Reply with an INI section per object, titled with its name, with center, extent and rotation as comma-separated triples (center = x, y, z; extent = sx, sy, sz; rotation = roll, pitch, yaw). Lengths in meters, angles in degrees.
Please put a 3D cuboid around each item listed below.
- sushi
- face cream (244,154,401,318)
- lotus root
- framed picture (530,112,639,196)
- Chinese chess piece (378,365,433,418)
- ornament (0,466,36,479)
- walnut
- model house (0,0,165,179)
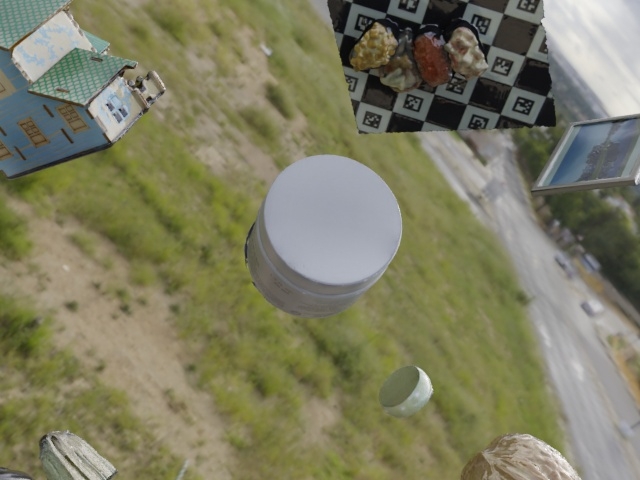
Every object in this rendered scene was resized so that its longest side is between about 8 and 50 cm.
[sushi]
center = 0.162, -0.240, 1.217
extent = 0.050, 0.290, 0.264
rotation = -73, 154, -46
[face cream]
center = 0.000, 0.000, 1.154
extent = 0.177, 0.177, 0.153
rotation = 54, -24, 9
[lotus root]
center = -0.452, 0.412, 1.619
extent = 0.144, 0.070, 0.143
rotation = 43, 8, 12
[framed picture]
center = 0.295, -0.093, 0.948
extent = 0.149, 0.109, 0.011
rotation = -51, 126, -43
[Chinese chess piece]
center = 0.126, 0.226, 1.338
extent = 0.034, 0.084, 0.084
rotation = 49, 18, -23
[ornament]
center = -0.165, 0.247, 0.540
extent = 0.260, 0.106, 0.251
rotation = -107, -179, -67
[walnut]
center = 0.249, 0.321, 1.106
extent = 0.184, 0.155, 0.155
rotation = 45, 19, -16
[model house]
center = -0.355, -0.217, 1.141
extent = 0.206, 0.271, 0.178
rotation = 55, 47, -26
